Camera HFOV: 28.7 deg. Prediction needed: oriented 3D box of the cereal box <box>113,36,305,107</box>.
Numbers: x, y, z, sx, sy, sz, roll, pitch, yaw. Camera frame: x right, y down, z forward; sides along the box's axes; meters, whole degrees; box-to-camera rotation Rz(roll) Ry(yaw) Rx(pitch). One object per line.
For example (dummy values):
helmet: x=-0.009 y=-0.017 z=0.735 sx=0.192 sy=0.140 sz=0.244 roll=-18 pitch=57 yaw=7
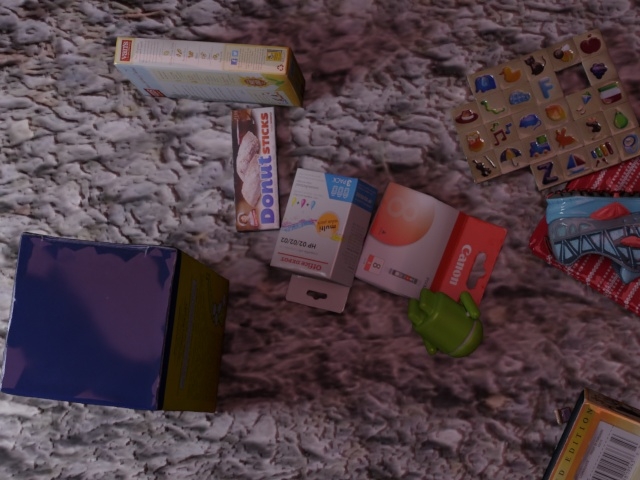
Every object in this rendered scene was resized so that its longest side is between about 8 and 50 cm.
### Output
cereal box: x=-0.150 y=-0.234 z=1.745 sx=0.240 sy=0.173 sz=0.047 roll=6 pitch=83 yaw=6

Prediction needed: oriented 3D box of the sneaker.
sneaker: x=0.429 y=-0.003 z=1.670 sx=0.262 sy=0.104 sz=0.125 roll=4 pitch=98 yaw=8

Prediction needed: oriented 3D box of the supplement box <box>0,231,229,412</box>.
supplement box: x=-0.249 y=0.115 z=1.611 sx=0.194 sy=0.356 sz=0.195 roll=6 pitch=82 yaw=7

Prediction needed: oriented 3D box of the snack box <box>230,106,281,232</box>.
snack box: x=-0.093 y=-0.101 z=1.795 sx=0.064 sy=0.022 sz=0.178 roll=-4 pitch=81 yaw=4

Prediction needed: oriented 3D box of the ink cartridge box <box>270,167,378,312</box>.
ink cartridge box: x=0.000 y=0.000 z=1.734 sx=0.104 sy=0.062 sz=0.181 roll=11 pitch=83 yaw=33

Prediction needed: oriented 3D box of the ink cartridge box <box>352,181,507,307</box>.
ink cartridge box: x=0.152 y=0.016 z=1.742 sx=0.179 sy=0.045 sz=0.145 roll=21 pitch=85 yaw=11

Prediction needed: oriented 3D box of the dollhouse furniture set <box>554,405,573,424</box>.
dollhouse furniture set: x=0.380 y=0.253 z=1.662 sx=0.114 sy=0.081 sz=0.091 roll=-16 pitch=81 yaw=4

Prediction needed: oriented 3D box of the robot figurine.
robot figurine: x=0.172 y=0.115 z=1.703 sx=0.115 sy=0.067 sz=0.101 roll=35 pitch=120 yaw=-15

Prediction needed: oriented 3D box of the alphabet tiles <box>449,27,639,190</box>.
alphabet tiles: x=0.310 y=-0.170 z=1.751 sx=0.237 sy=0.009 sz=0.198 roll=-20 pitch=72 yaw=7

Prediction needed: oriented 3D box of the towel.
towel: x=0.448 y=-0.001 z=1.719 sx=0.275 sy=0.031 sz=0.198 roll=31 pitch=84 yaw=8

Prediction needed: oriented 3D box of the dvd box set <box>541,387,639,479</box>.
dvd box set: x=0.470 y=0.405 z=1.587 sx=0.421 sy=0.062 sz=0.307 roll=22 pitch=105 yaw=7
